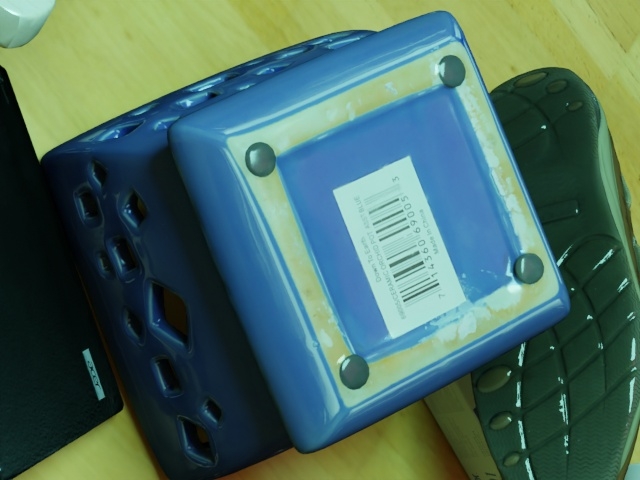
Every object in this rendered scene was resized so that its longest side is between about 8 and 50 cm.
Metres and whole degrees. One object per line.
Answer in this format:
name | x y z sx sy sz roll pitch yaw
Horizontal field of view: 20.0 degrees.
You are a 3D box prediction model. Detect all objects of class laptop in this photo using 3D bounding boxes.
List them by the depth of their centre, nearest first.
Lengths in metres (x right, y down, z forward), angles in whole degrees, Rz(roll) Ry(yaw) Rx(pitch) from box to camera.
laptop | -0.261 0.038 1.024 0.264 0.136 0.234 -20 94 -14

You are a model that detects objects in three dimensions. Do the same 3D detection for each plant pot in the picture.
plant pot | 0.000 0.000 1.103 0.236 0.212 0.236 -25 96 -28

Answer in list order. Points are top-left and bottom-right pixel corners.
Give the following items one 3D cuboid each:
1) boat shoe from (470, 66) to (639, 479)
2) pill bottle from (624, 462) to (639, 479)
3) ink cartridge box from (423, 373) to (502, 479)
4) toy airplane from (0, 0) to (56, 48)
boat shoe | 0.178 0.038 1.260 0.120 0.122 0.324 43 43 -53
pill bottle | 0.264 0.285 1.336 0.131 0.131 0.229 17 71 -35
ink cartridge box | 0.117 0.089 1.313 0.097 0.046 0.207 -39 105 -37
toy airplane | -0.327 -0.267 0.879 0.386 0.272 0.384 3 59 -25
